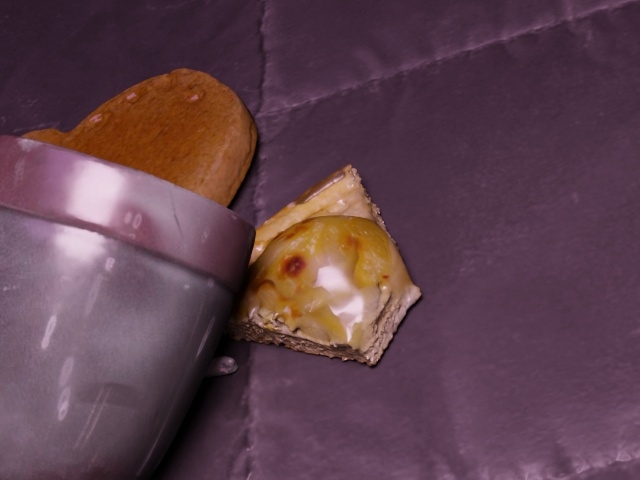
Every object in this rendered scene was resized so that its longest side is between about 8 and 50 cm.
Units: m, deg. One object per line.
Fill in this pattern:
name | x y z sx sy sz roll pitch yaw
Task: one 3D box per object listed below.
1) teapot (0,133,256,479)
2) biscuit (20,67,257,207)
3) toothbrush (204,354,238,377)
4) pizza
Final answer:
teapot | -0.236 0.092 1.136 0.315 0.233 0.312 10 78 48
biscuit | -0.223 -0.037 1.383 0.287 0.057 0.343 15 57 38
toothbrush | -0.165 0.122 1.222 0.204 0.017 0.022 -12 33 19
pizza | 0.003 0.006 1.202 0.188 0.080 0.204 15 55 38
